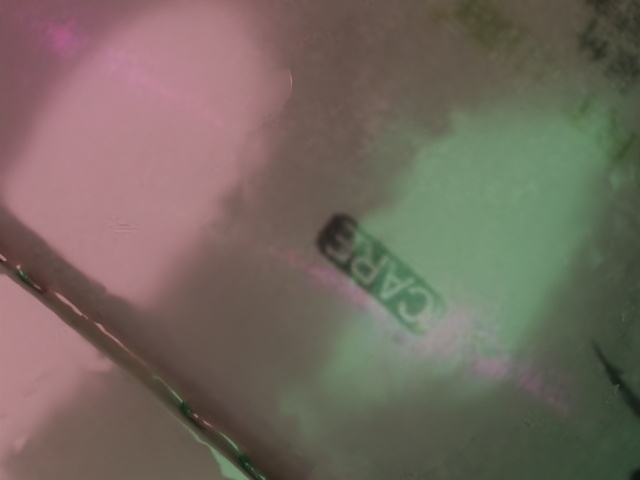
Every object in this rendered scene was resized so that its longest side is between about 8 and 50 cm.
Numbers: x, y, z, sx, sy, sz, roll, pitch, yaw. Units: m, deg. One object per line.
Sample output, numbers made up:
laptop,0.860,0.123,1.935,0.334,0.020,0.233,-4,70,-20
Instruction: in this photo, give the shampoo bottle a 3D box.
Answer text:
shampoo bottle,0.000,0.000,0.497,0.273,0.273,0.266,43,77,-22
